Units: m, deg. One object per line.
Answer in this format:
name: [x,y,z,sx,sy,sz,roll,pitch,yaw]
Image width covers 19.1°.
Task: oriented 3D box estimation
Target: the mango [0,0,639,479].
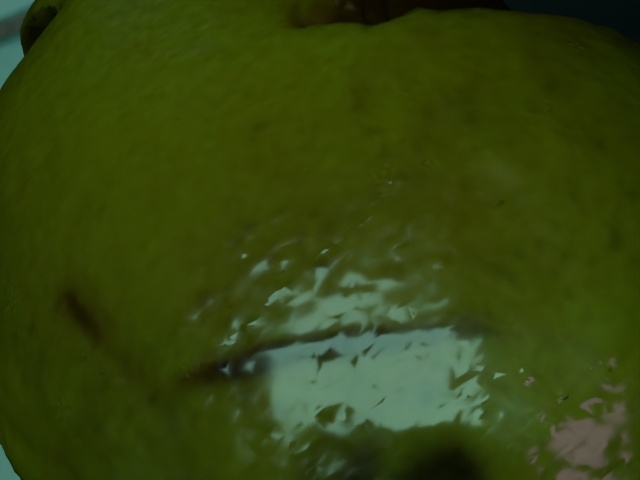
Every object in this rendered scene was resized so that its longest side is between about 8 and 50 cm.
mango: [0.000,0.000,0.433,0.167,0.130,0.262,-36,44,-8]
